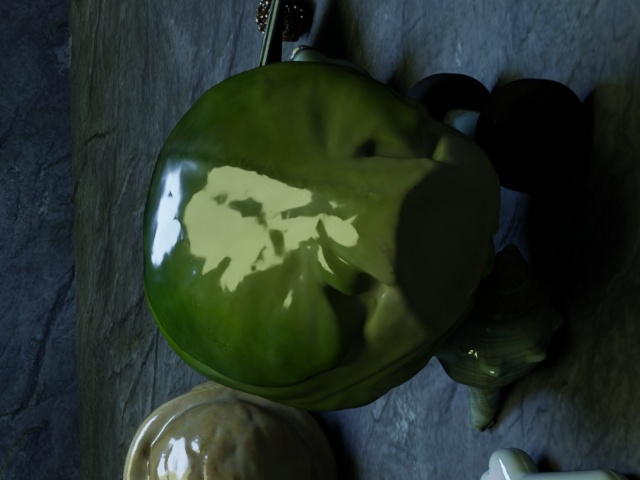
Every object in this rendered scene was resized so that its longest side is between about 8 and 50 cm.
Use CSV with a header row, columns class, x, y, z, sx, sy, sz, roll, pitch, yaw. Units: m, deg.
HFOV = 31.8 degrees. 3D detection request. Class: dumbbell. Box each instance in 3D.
class,x,y,z,sx,sy,sz,roll,pitch,yaw
dumbbell,0.153,-0.102,1.031,0.191,0.100,0.100,-158,69,-66

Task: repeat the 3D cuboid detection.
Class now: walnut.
class,x,y,z,sx,sy,sz,roll,pitch,yaw
walnut,-0.118,0.320,1.490,0.296,0.285,0.285,-94,7,-81

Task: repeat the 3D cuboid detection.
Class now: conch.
class,x,y,z,sx,sy,sz,roll,pitch,yaw
conch,0.145,0.078,1.046,0.234,0.114,0.137,124,147,-59

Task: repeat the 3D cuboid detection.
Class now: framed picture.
class,x,y,z,sx,sy,sz,roll,pitch,yaw
framed picture,-0.076,-0.167,1.495,0.296,0.019,0.232,96,-178,-54

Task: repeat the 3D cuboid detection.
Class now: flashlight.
class,x,y,z,sx,sy,sz,roll,pitch,yaw
flashlight,0.208,0.228,0.980,0.200,0.047,0.093,158,109,-63

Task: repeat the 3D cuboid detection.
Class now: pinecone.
class,x,y,z,sx,sy,sz,roll,pitch,yaw
pinecone,-0.054,-0.317,1.567,0.083,0.077,0.077,-100,22,-46

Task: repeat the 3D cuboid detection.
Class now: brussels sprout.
class,x,y,z,sx,sy,sz,roll,pitch,yaw
brussels sprout,-0.003,-0.005,0.964,0.355,0.281,0.289,1,70,54

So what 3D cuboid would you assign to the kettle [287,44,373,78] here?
class,x,y,z,sx,sy,sz,roll,pitch,yaw
kettle,0.023,-0.062,1.293,0.240,0.165,0.255,71,-179,-53
